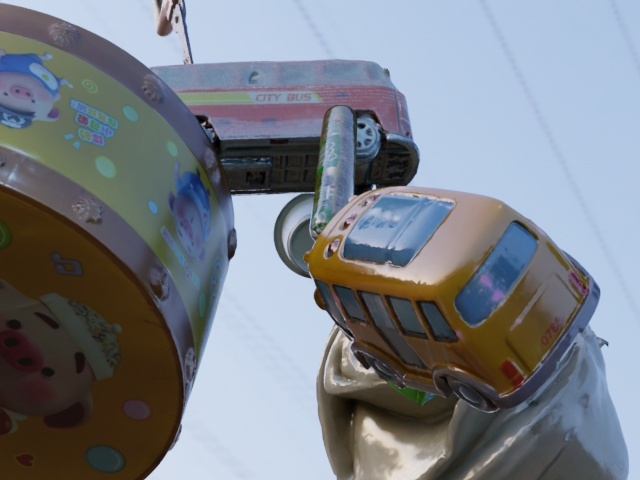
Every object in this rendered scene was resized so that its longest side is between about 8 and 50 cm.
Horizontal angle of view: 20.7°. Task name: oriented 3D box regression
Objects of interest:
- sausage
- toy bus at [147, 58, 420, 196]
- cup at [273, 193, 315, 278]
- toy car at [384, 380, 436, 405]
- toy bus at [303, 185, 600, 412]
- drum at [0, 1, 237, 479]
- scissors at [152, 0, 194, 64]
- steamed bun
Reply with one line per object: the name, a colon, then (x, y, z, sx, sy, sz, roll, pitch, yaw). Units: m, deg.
sausage: (0.013, -0.057, 1.453, 0.032, 0.269, 0.033, 1, -64, 3)
toy bus: (-0.044, -0.102, 1.628, 0.265, 0.120, 0.121, -3, -27, -5)
cup: (0.000, 0.000, 2.261, 0.120, 0.120, 0.141, 27, 7, -7)
toy car: (0.127, 0.097, 1.663, 0.071, 0.165, 0.062, 34, -52, 31)
toy bus: (0.084, 0.031, 1.276, 0.136, 0.126, 0.209, 49, -21, -28)
drum: (-0.291, 0.024, 1.454, 0.431, 0.214, 0.431, 5, -48, 5)
scissors: (-0.166, -0.271, 2.008, 0.024, 0.317, 0.160, 2, -49, -17)
steamed bun: (0.153, 0.152, 1.971, 0.342, 0.368, 0.255, -17, -35, 11)
